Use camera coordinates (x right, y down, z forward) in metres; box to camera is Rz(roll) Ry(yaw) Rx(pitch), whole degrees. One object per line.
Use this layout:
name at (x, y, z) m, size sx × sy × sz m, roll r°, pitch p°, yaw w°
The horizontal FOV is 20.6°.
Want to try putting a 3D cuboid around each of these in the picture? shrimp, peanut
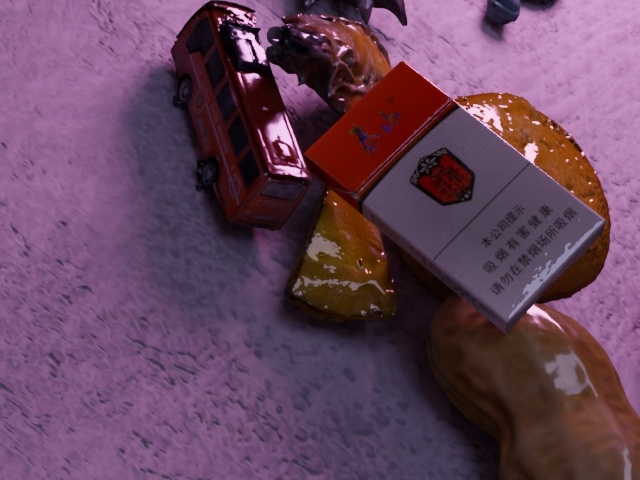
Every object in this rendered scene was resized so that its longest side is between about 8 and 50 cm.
shrimp at (0.027, -0.145, 1.692) m, size 0.164 × 0.062 × 0.317 m, roll 64°, pitch 18°, yaw 12°
peanut at (0.206, 0.163, 1.550) m, size 0.147 × 0.147 × 0.305 m, roll -4°, pitch 56°, yaw -41°

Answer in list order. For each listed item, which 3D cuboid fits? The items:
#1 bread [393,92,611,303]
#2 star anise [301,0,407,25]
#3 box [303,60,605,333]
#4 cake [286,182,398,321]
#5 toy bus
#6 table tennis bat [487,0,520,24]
bread at (0.179, -0.035, 1.712) m, size 0.240 × 0.139 × 0.240 m, roll 25°, pitch 42°, yaw -25°
star anise at (0.006, -0.306, 1.903) m, size 0.204 × 0.061 × 0.180 m, roll 51°, pitch 40°, yaw 13°
box at (0.118, -0.042, 1.573) m, size 0.245 × 0.035 × 0.139 m, roll 42°, pitch 74°, yaw 17°
cake at (-0.001, 0.002, 1.608) m, size 0.116 × 0.080 × 0.185 m, roll -5°, pitch 64°, yaw -25°
toy bus at (-0.076, -0.118, 1.630) m, size 0.073 × 0.096 × 0.235 m, roll 9°, pitch 49°, yaw -35°
table tennis bat at (0.233, -0.332, 2.130) m, size 0.153 × 0.040 × 0.244 m, roll 31°, pitch 35°, yaw -9°
